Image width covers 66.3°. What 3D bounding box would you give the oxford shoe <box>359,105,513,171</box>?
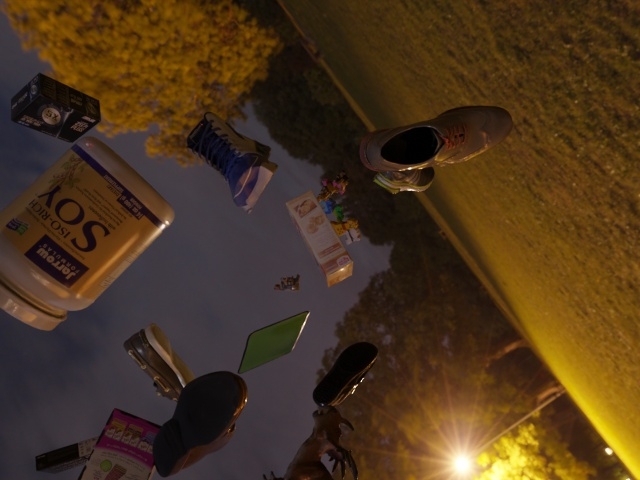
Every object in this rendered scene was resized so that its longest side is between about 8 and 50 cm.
[{"bbox_3d":[0.266,-0.209,1.048,0.130,0.348,0.123,-125,19,-75],"label":"oxford shoe"}]

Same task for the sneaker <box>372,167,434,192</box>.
[{"bbox_3d":[0.314,-0.243,1.707,0.300,0.121,0.111,-16,-129,-45],"label":"sneaker"}]

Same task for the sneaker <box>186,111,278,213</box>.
[{"bbox_3d":[-0.206,-0.178,1.070,0.182,0.127,0.315,29,-165,-20],"label":"sneaker"}]

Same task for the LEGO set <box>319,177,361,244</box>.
[{"bbox_3d":[0.073,-0.077,1.502,0.087,0.093,0.227,-49,-57,-47],"label":"LEGO set"}]

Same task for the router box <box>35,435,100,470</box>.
[{"bbox_3d":[-0.727,0.640,1.460,0.133,0.178,0.046,101,152,-60],"label":"router box"}]

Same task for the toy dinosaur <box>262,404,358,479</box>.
[{"bbox_3d":[-0.006,0.515,1.003,0.127,0.200,0.296,-171,75,-71],"label":"toy dinosaur"}]

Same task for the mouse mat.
[{"bbox_3d":[-0.108,0.232,1.110,0.152,0.190,0.007,-17,-124,-32],"label":"mouse mat"}]

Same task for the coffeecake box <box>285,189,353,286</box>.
[{"bbox_3d":[0.000,0.000,1.100,0.185,0.068,0.142,60,174,15],"label":"coffeecake box"}]

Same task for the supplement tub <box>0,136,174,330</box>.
[{"bbox_3d":[-0.486,-0.014,0.971,0.241,0.331,0.241,39,168,10],"label":"supplement tub"}]

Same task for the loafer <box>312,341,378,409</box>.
[{"bbox_3d":[0.067,0.354,1.281,0.080,0.220,0.078,34,153,37],"label":"loafer"}]

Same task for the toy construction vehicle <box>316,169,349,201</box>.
[{"bbox_3d":[0.031,-0.122,1.173,0.035,0.086,0.098,44,154,0],"label":"toy construction vehicle"}]

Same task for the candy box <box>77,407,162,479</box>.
[{"bbox_3d":[-0.499,0.566,1.235,0.159,0.233,0.071,22,155,0],"label":"candy box"}]

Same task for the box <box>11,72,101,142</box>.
[{"bbox_3d":[-0.749,-0.370,1.392,0.180,0.147,0.078,20,-129,-56],"label":"box"}]

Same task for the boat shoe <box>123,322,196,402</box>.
[{"bbox_3d":[-0.414,0.363,1.326,0.305,0.091,0.109,65,173,-24],"label":"boat shoe"}]

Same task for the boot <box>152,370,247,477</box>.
[{"bbox_3d":[-0.200,0.328,0.905,0.115,0.305,0.112,3,-132,-44],"label":"boot"}]

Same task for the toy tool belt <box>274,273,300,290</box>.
[{"bbox_3d":[-0.101,0.127,1.496,0.083,0.051,0.052,5,177,-27],"label":"toy tool belt"}]
